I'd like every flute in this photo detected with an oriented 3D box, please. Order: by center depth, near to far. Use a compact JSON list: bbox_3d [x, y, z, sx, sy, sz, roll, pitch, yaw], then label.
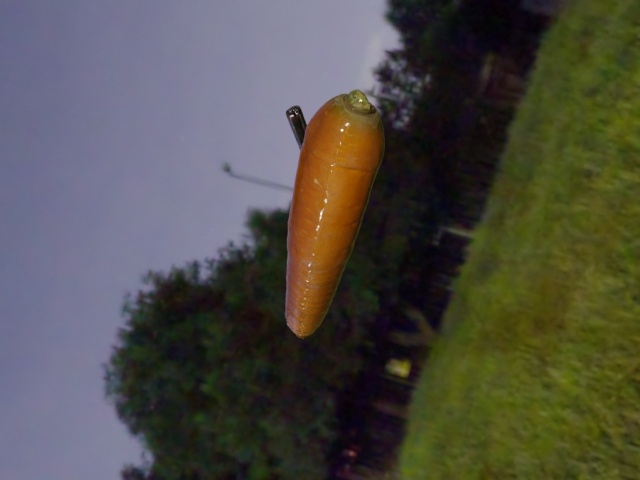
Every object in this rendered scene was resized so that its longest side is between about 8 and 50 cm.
[{"bbox_3d":[0.001,-0.048,0.931,0.269,0.014,0.014,65,-139,-65],"label":"flute"}]

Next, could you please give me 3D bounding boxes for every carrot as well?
[{"bbox_3d":[0.000,0.000,0.816,0.066,0.062,0.271,55,146,38],"label":"carrot"}]
